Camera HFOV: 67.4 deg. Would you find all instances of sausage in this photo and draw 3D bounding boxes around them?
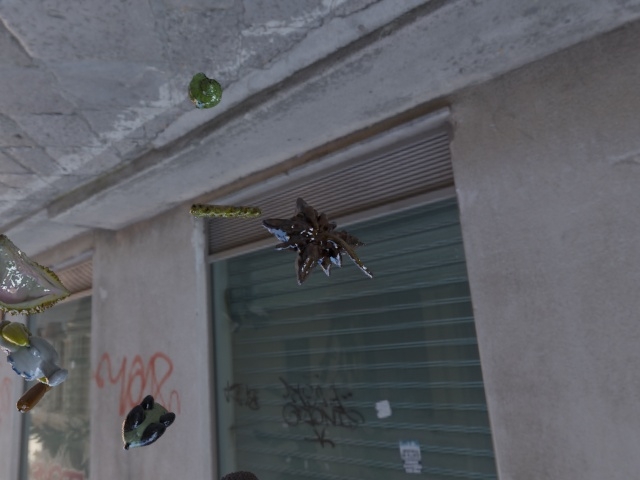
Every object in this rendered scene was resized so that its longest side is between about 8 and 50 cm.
[{"bbox_3d":[-1.043,0.562,1.752,0.054,0.062,0.183,15,-158,1],"label":"sausage"}]

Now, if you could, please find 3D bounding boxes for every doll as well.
[{"bbox_3d":[-0.636,0.667,1.765,0.135,0.143,0.234,-47,180,9],"label":"doll"},{"bbox_3d":[-0.825,0.327,1.364,0.111,0.252,0.237,-42,-179,-40],"label":"doll"}]

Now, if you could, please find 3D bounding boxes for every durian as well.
[{"bbox_3d":[-0.758,0.096,1.150,0.138,0.183,0.249,-15,126,30],"label":"durian"}]

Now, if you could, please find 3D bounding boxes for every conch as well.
[{"bbox_3d":[-0.286,-0.364,1.174,0.074,0.089,0.121,-16,-179,-30],"label":"conch"}]

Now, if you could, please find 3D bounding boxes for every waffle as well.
[{"bbox_3d":[-0.330,-0.101,1.678,0.254,0.052,0.245,1,-178,-12],"label":"waffle"}]

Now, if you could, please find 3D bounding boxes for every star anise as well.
[{"bbox_3d":[-0.002,0.001,1.480,0.292,0.349,0.109,-21,158,-24],"label":"star anise"}]

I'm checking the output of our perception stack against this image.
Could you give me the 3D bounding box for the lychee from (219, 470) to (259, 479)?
[{"bbox_3d":[-0.261,0.813,1.479,0.195,0.194,0.194,-4,168,-1],"label":"lychee"}]
